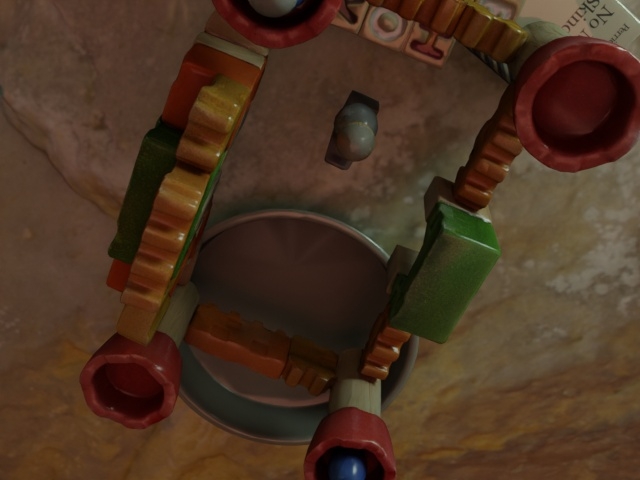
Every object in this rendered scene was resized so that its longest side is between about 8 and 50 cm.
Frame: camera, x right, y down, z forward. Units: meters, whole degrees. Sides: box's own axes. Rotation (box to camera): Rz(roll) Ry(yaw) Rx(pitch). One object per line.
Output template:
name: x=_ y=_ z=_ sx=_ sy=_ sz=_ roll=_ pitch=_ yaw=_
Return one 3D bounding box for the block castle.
block castle: x=0.000 y=0.000 z=0.540 sx=0.302 sy=0.213 sz=0.453 roll=22 pitch=119 yaw=-7

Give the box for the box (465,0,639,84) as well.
box: x=0.137 y=-0.236 z=0.591 sx=0.275 sy=0.094 sz=0.113 roll=35 pitch=109 yaw=-11

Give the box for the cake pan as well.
cake pan: x=-0.038 y=0.095 z=0.752 sx=0.293 sy=0.054 sz=0.293 roll=1 pitch=112 yaw=1

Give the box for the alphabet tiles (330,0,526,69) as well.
alphabet tiles: x=0.091 y=-0.267 z=0.524 sx=0.198 sy=0.009 sz=0.237 roll=20 pitch=112 yaw=-6
